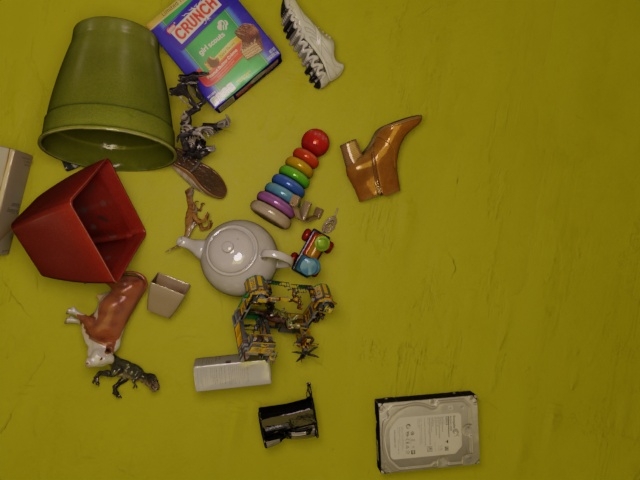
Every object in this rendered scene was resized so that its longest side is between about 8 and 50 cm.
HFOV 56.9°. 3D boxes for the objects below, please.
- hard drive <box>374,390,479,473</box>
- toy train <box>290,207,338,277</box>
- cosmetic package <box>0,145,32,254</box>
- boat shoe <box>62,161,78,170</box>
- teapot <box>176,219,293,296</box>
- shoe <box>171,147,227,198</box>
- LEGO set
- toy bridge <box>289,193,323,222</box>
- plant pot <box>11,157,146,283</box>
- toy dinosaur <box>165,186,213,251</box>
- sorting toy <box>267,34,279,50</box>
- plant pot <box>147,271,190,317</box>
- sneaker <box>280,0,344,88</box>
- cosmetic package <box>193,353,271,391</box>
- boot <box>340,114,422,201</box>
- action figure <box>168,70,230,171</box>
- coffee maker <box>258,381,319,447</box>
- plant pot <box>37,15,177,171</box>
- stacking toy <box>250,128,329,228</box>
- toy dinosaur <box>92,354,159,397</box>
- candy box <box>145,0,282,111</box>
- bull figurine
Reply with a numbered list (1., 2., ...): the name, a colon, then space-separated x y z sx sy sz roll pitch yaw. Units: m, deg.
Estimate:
1. hard drive: 0.352 0.629 1.946 0.338 0.064 0.237 -2 92 -9
2. toy train: 0.000 0.000 1.842 0.105 0.143 0.248 30 87 -8
3. cosmetic package: -0.944 -0.118 1.703 0.113 0.160 0.310 13 90 -8
4. boat shoe: -0.781 -0.275 1.778 0.040 0.049 0.142 -30 97 -6
5. teapot: -0.246 0.043 1.756 0.256 0.187 0.253 -34 74 -5
6. shoe: -0.383 -0.206 1.835 0.219 0.058 0.077 40 66 -11
7. LEGO set: -0.104 0.253 1.743 0.331 0.192 0.255 16 129 -34
8. toy bridge: -0.049 -0.090 1.822 0.026 0.188 0.063 22 90 26
9. plant pot: -0.691 -0.037 1.669 0.235 0.267 0.268 -11 121 11
10. toy dinosaur: -0.399 -0.056 1.838 0.112 0.064 0.212 7 82 12
11. sorting toy: -0.180 -0.604 1.871 0.083 0.012 0.062 -32 93 -6
12. plant pot: -0.472 0.172 1.806 0.108 0.109 0.096 22 101 -8
13. sneaker: -0.029 -0.628 1.853 0.118 0.110 0.292 -31 103 -14
14. cosmetic package: -0.271 0.402 1.828 0.230 0.117 0.086 -6 93 -9
15. boot: 0.222 -0.260 1.899 0.295 0.104 0.211 -24 100 -2
16. action figure: -0.347 -0.334 1.705 0.140 0.164 0.276 4 122 12
17. coffee maker: -0.106 0.552 1.867 0.178 0.120 0.171 -8 69 -9
18. plant pot: -0.584 -0.417 1.675 0.366 0.366 0.353 2 79 -8
19. stacking toy: -0.080 -0.206 1.839 0.141 0.141 0.330 31 83 -7
20. toy dinosaur: -0.623 0.407 1.811 0.268 0.064 0.118 35 79 -3
21. candy box: -0.316 -0.597 1.793 0.268 0.122 0.317 -40 94 0
22. bull figurine: -0.647 0.221 1.769 0.188 0.101 0.311 28 73 -6
